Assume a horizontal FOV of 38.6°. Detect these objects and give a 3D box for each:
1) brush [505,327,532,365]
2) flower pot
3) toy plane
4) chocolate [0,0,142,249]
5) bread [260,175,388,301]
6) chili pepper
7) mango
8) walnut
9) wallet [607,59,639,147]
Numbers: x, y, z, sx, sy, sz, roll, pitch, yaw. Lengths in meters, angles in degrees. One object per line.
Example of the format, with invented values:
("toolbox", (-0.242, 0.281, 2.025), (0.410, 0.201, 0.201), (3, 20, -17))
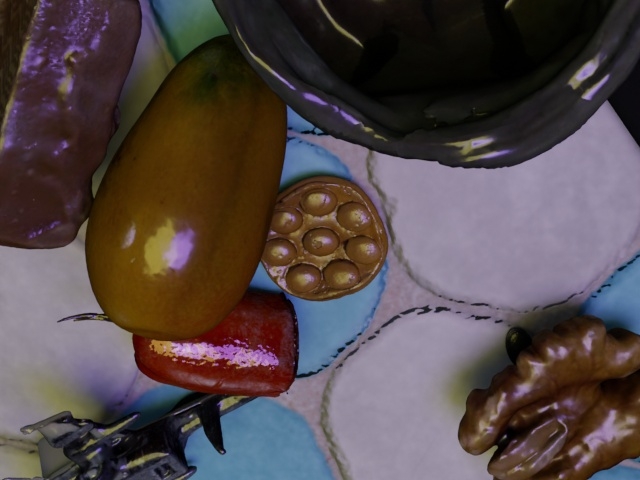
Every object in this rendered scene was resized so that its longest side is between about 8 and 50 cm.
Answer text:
("brush", (0.176, 0.110, 0.774), (0.024, 0.008, 0.083), (-20, 108, 6))
("flower pot", (0.082, -0.199, 0.549), (0.302, 0.213, 0.301), (2, 112, 4))
("toy plane", (-0.141, 0.179, 0.782), (0.262, 0.088, 0.192), (-22, 136, 9))
("chocolate", (-0.194, -0.114, 0.642), (0.093, 0.148, 0.214), (9, 117, -39))
("bread", (0.000, 0.000, 0.734), (0.110, 0.024, 0.110), (1, 110, 3))
("chili pepper", (-0.114, 0.074, 0.738), (0.192, 0.086, 0.084), (8, 132, -9))
("mango", (-0.089, -0.035, 0.657), (0.120, 0.151, 0.221), (20, 81, 4))
("walnut", (0.194, 0.133, 0.742), (0.170, 0.069, 0.143), (-33, 107, 3))
("wallet", (0.290, -0.051, 0.635), (0.044, 0.149, 0.250), (-42, 102, -9))
